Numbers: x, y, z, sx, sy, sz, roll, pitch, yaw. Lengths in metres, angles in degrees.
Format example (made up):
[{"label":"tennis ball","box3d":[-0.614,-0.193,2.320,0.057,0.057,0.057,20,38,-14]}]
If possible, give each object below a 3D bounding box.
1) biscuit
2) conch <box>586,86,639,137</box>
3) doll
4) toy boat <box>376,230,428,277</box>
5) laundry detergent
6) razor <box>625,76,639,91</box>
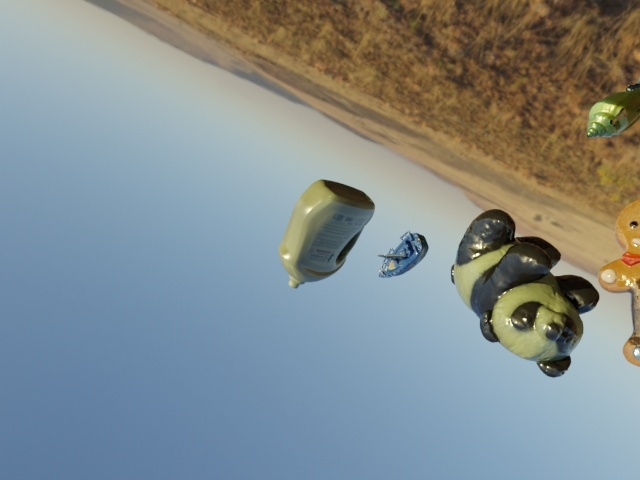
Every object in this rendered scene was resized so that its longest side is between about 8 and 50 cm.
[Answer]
[{"label":"biscuit","box3d":[0.613,0.070,1.005,0.206,0.323,0.049,-11,156,33]},{"label":"conch","box3d":[0.666,-0.283,1.252,0.201,0.094,0.079,-19,-138,-13]},{"label":"doll","box3d":[0.257,0.062,0.723,0.144,0.135,0.234,28,-162,-25]},{"label":"toy boat","box3d":[0.197,0.043,1.491,0.110,0.175,0.091,13,-135,-30]},{"label":"laundry detergent","box3d":[0.000,0.000,1.197,0.181,0.253,0.091,9,-149,-38]},{"label":"razor","box3d":[0.904,-0.514,1.487,0.082,0.253,0.042,20,-163,19]}]
